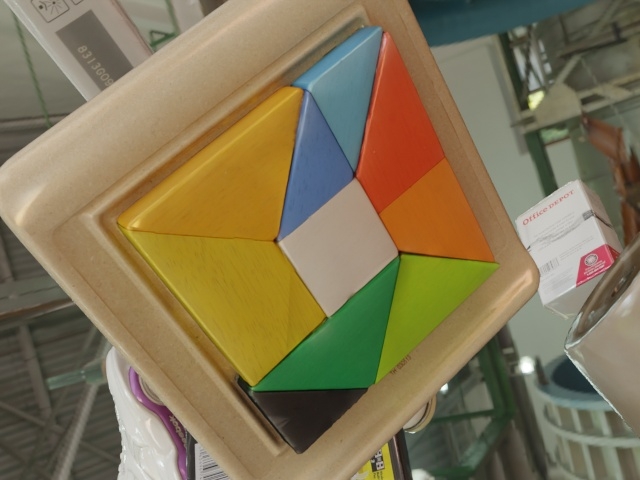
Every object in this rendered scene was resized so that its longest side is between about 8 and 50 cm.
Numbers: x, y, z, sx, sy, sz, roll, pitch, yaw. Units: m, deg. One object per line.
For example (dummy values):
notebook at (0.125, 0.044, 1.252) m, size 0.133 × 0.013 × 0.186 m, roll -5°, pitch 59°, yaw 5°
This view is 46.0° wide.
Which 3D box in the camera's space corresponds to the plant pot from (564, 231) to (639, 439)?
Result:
plant pot at (0.420, 0.117, 0.758) m, size 0.280 × 0.323 × 0.323 m, roll 36°, pitch -153°, yaw 11°

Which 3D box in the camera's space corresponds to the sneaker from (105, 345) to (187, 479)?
sneaker at (-0.249, 0.286, 1.058) m, size 0.114 × 0.152 × 0.305 m, roll 17°, pitch -144°, yaw -55°

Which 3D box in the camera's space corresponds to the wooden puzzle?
wooden puzzle at (0.000, 0.000, 0.383) m, size 0.221 × 0.044 × 0.239 m, roll -41°, pitch -66°, yaw -15°

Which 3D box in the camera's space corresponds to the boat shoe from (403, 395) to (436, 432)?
boat shoe at (0.086, 0.162, 1.180) m, size 0.103 × 0.113 × 0.302 m, roll 29°, pitch -154°, yaw -35°

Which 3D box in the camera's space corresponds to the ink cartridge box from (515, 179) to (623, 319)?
ink cartridge box at (0.336, 0.011, 1.005) m, size 0.063 × 0.109 × 0.150 m, roll 28°, pitch -140°, yaw -33°

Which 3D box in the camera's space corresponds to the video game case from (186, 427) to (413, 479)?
video game case at (-0.038, 0.177, 0.836) m, size 0.035 × 0.248 × 0.275 m, roll 47°, pitch -152°, yaw -49°

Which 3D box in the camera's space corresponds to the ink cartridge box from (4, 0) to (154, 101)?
ink cartridge box at (-0.315, -0.337, 0.815) m, size 0.308 × 0.091 × 0.385 m, roll 56°, pitch -179°, yaw -43°
